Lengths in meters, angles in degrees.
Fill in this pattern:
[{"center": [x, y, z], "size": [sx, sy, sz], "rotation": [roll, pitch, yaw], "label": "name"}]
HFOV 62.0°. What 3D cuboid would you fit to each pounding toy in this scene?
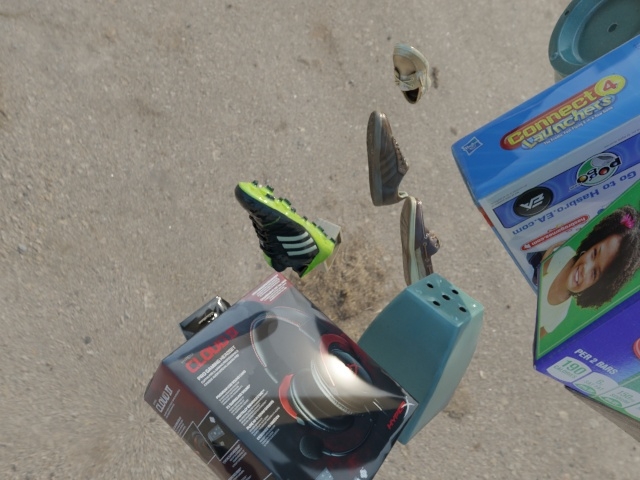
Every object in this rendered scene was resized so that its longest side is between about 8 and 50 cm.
[{"center": [0.000, 0.000, 1.485], "size": [0.100, 0.130, 0.141], "rotation": [23, 74, 13], "label": "pounding toy"}]

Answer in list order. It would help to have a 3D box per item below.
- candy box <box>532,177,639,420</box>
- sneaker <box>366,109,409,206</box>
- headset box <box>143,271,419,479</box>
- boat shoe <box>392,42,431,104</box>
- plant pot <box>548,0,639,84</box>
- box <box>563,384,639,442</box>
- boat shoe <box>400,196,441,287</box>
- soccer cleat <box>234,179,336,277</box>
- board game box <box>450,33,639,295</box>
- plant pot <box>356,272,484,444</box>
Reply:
[{"center": [0.337, 0.021, 0.309], "size": [0.268, 0.317, 0.122], "rotation": [26, 45, -3], "label": "candy box"}, {"center": [0.125, -0.151, 0.974], "size": [0.071, 0.188, 0.066], "rotation": [-8, 36, -5], "label": "sneaker"}, {"center": [-0.055, 0.191, 0.670], "size": [0.293, 0.110, 0.218], "rotation": [43, 43, 9], "label": "headset box"}, {"center": [0.171, -0.312, 1.017], "size": [0.063, 0.170, 0.059], "rotation": [25, 89, 27], "label": "boat shoe"}, {"center": [0.459, -0.267, 0.760], "size": [0.196, 0.293, 0.292], "rotation": [23, 65, -28], "label": "plant pot"}, {"center": [0.648, 0.283, 0.846], "size": [0.313, 0.343, 0.178], "rotation": [36, 82, -22], "label": "box"}, {"center": [0.339, 0.009, 1.774], "size": [0.123, 0.123, 0.341], "rotation": [-8, 113, -2], "label": "boat shoe"}, {"center": [-0.045, -0.005, 0.595], "size": [0.072, 0.179, 0.060], "rotation": [-48, 54, 3], "label": "soccer cleat"}, {"center": [0.332, -0.051, 0.515], "size": [0.302, 0.308, 0.086], "rotation": [44, 26, -40], "label": "board game box"}, {"center": [0.167, 0.186, 0.922], "size": [0.165, 0.234, 0.166], "rotation": [38, 34, 27], "label": "plant pot"}]
